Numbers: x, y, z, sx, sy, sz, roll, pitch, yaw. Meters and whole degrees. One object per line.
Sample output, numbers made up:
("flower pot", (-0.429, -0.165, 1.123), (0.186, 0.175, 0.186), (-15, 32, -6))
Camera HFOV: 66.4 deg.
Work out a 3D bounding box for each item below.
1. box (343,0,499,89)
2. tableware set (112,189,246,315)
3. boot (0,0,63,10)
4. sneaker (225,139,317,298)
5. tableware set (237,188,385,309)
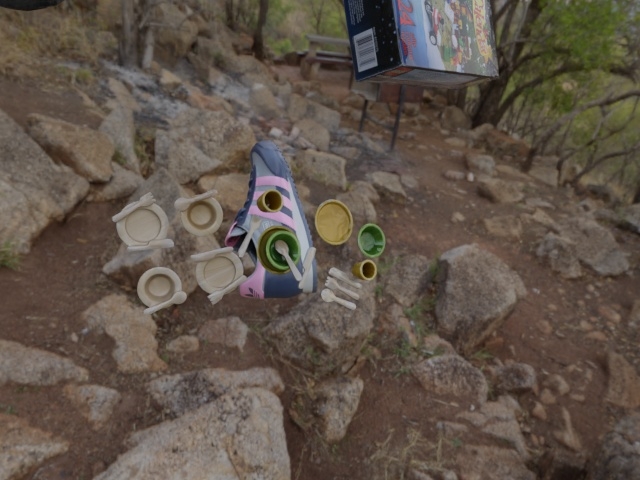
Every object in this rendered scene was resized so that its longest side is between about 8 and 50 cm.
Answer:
("box", (0.075, -0.244, 0.386), (0.044, 0.233, 0.159), (-4, 8, 45))
("tableware set", (-0.183, 0.013, 0.646), (0.141, 0.168, 0.020), (-18, 12, -16))
("boot", (-0.155, -0.304, 0.215), (0.146, 0.445, 0.367), (15, 53, -28))
("sneaker", (-0.102, -0.046, 0.816), (0.131, 0.112, 0.319), (-11, 54, -12))
("tableware set", (0.000, 0.000, 0.490), (0.154, 0.104, 0.024), (29, -20, -26))
